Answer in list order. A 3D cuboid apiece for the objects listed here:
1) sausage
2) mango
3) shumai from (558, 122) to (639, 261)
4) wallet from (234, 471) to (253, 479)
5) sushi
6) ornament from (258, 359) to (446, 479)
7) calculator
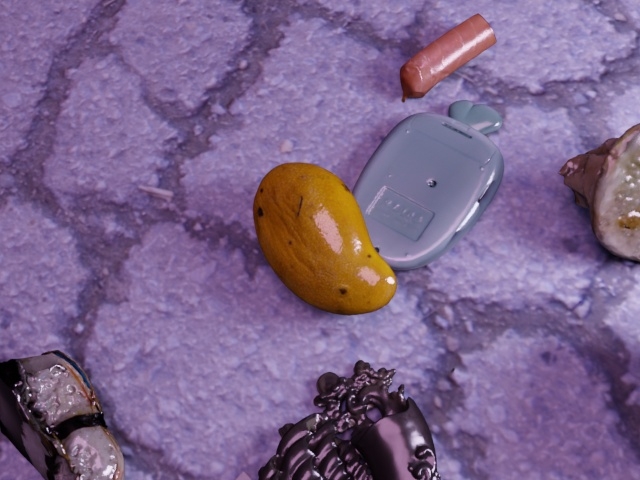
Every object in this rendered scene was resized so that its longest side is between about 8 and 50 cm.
[{"bbox_3d":[0.184,-0.276,1.386,0.169,0.065,0.065,-36,64,-8],"label":"sausage"},{"bbox_3d":[-0.003,-0.002,1.247,0.157,0.109,0.262,-47,59,13],"label":"mango"},{"bbox_3d":[0.422,-0.072,1.221,0.201,0.201,0.120,-28,23,-4],"label":"shumai"},{"bbox_3d":[-0.120,0.359,1.155,0.061,0.025,0.122,40,77,22],"label":"wallet"},{"bbox_3d":[-0.315,0.259,1.194,0.273,0.134,0.109,36,48,30],"label":"sushi"},{"bbox_3d":[0.032,0.281,1.133,0.251,0.106,0.260,-32,59,-8],"label":"ornament"},{"bbox_3d":[0.156,-0.089,1.310,0.186,0.041,0.299,31,75,22],"label":"calculator"}]
